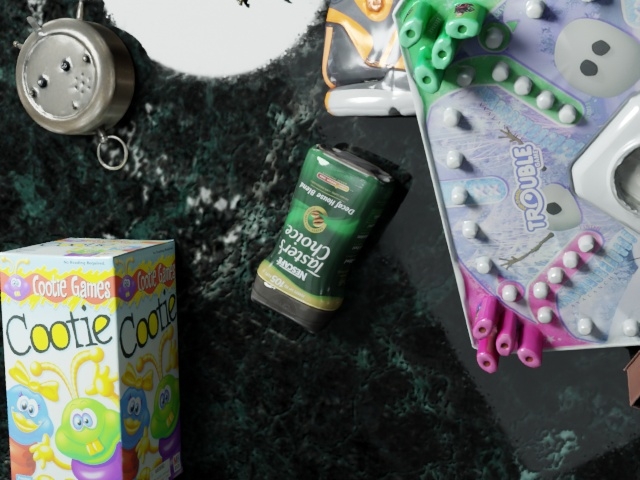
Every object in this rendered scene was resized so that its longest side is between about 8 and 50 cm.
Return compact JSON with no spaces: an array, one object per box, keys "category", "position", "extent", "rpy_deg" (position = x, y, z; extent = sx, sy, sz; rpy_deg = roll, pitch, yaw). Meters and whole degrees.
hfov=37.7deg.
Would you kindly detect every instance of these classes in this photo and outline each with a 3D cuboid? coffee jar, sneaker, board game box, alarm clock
[{"category":"coffee jar","position":[0.000,0.000,0.976],"extent":[0.096,0.079,0.184],"rpy_deg":[27,104,14]},{"category":"sneaker","position":[0.149,-0.209,0.878],"extent":[0.321,0.124,0.180],"rpy_deg":[1,98,18]},{"category":"board game box","position":[-0.250,0.142,1.042],"extent":[0.144,0.142,0.275],"rpy_deg":[1,97,18]},{"category":"board game box","position":[0.288,-0.053,0.797],"extent":[0.390,0.050,0.390],"rpy_deg":[-6,122,19]},{"category":"alarm clock","position":[-0.270,-0.167,1.057],"extent":[0.129,0.064,0.192],"rpy_deg":[-29,90,19]}]

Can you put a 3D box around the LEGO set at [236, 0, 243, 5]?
[{"category":"LEGO set","position":[-0.057,-0.280,0.995],"extent":[0.083,0.023,0.054],"rpy_deg":[-1,94,32]}]

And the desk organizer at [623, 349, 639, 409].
[{"category":"desk organizer","position":[0.325,0.098,0.829],"extent":[0.047,0.050,0.130],"rpy_deg":[22,128,-2]}]
